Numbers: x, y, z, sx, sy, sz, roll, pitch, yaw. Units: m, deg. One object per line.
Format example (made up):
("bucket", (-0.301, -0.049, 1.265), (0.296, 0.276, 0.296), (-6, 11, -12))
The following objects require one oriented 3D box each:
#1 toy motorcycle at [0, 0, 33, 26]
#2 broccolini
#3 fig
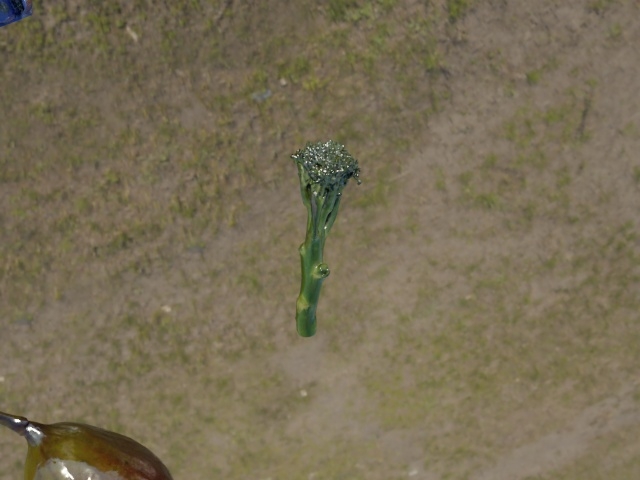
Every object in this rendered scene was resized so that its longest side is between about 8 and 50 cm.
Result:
("toy motorcycle", (-0.547, -0.377, 1.444), (0.205, 0.114, 0.076), (-42, 127, -43))
("broccolini", (-0.002, -0.001, 0.877), (0.067, 0.058, 0.216), (-1, 126, -9))
("fig", (-0.299, 0.278, 1.043), (0.170, 0.145, 0.274), (-39, 111, 3))
